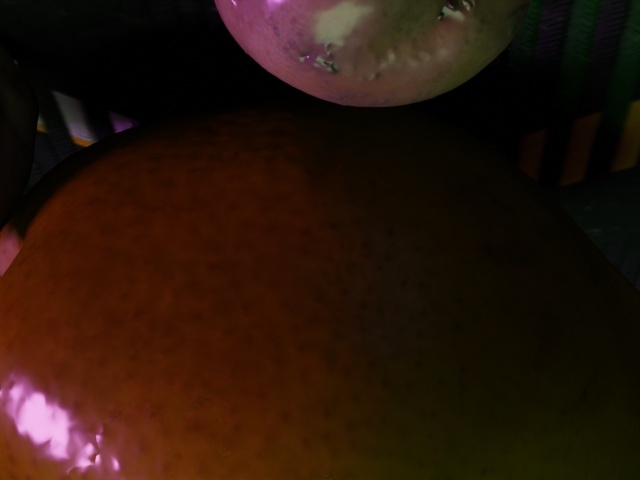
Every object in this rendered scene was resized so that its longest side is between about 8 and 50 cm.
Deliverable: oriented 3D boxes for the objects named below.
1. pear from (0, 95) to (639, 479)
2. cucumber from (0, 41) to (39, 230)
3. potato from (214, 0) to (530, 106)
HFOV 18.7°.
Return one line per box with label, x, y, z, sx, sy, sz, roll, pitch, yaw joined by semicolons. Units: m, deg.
pear;0.002;0.094;1.107;0.418;0.362;0.362;17;159;-18
cucumber;-0.283;-0.053;1.102;0.244;0.134;0.134;-5;161;38
potato;0.022;-0.119;0.861;0.147;0.112;0.112;-7;161;5
